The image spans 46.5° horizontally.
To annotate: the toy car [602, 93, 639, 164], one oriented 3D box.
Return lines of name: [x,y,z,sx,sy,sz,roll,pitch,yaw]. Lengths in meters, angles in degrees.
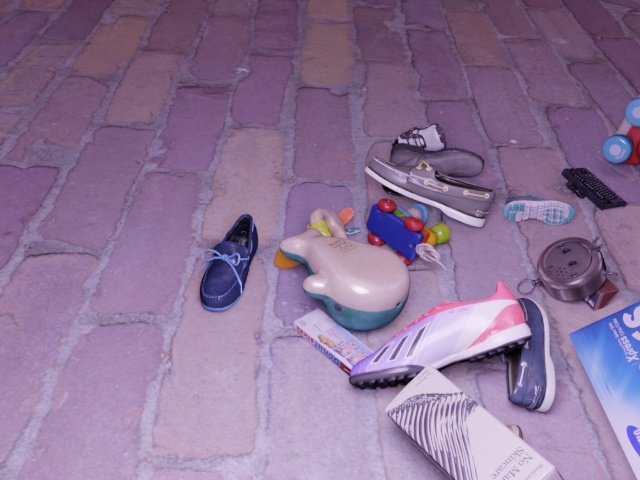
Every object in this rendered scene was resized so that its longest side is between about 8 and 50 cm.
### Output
toy car: [0.899,-0.261,1.943,0.238,0.210,0.219,35,33,19]

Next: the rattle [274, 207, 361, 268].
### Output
rattle: [0.000,0.000,1.635,0.130,0.143,0.200,38,21,-6]

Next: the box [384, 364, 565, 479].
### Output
box: [0.224,0.308,1.100,0.113,0.094,0.275,-44,37,-9]

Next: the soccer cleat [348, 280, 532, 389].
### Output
soccer cleat: [0.193,0.169,1.279,0.318,0.108,0.116,-18,72,4]

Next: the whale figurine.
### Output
whale figurine: [0.042,0.074,1.436,0.272,0.141,0.216,29,37,31]

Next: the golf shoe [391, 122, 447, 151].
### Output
golf shoe: [0.257,-0.254,1.941,0.094,0.077,0.198,-23,9,-17]

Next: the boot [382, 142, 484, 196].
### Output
boot: [0.280,-0.154,1.851,0.246,0.083,0.161,7,48,5]

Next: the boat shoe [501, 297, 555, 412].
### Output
boat shoe: [0.360,0.195,1.341,0.079,0.095,0.254,13,44,-5]

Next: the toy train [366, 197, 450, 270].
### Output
toy train: [0.228,-0.003,1.609,0.143,0.105,0.248,-10,36,-40]

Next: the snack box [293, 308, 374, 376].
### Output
snack box: [0.030,0.190,1.378,0.064,0.022,0.178,-24,44,-34]

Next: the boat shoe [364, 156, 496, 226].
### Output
boat shoe: [0.253,-0.132,1.719,0.305,0.091,0.109,24,18,3]

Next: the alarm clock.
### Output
alarm clock: [0.490,0.062,1.515,0.192,0.064,0.129,-27,43,17]

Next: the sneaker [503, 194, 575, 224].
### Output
sneaker: [0.516,-0.083,1.765,0.166,0.065,0.076,7,32,3]

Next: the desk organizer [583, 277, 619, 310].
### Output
desk organizer: [0.553,0.085,1.545,0.050,0.047,0.130,-8,37,-20]

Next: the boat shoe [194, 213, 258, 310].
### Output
boat shoe: [-0.193,0.035,1.518,0.109,0.089,0.258,5,36,2]

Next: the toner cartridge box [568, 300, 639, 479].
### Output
toner cartridge box: [0.548,0.257,1.215,0.165,0.075,0.348,-30,32,16]

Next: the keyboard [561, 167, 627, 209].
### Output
keyboard: [0.680,-0.134,1.881,0.108,0.023,0.180,-9,37,-16]

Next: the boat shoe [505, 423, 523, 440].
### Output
boat shoe: [0.274,0.358,1.133,0.072,0.068,0.190,-3,33,15]
